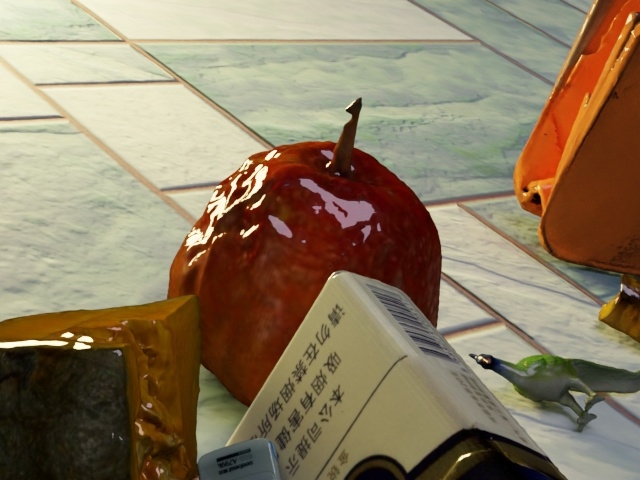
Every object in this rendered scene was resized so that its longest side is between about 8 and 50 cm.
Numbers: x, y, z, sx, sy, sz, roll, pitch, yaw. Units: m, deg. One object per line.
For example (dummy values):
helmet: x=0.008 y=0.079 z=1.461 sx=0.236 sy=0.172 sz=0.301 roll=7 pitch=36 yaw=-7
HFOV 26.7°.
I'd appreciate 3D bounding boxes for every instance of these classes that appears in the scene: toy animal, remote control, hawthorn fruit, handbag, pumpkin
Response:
toy animal: x=0.225 y=0.126 z=1.142 sx=0.217 sy=0.041 sz=0.075 roll=8 pitch=25 yaw=-32
remote control: x=-0.042 y=0.177 z=0.808 sx=0.053 sy=0.018 sz=0.124 roll=-16 pitch=51 yaw=3
hawthorn fruit: x=0.000 y=0.000 z=0.996 sx=0.207 sy=0.243 sz=0.207 roll=13 pitch=27 yaw=-7
handbag: x=0.433 y=-0.093 z=1.421 sx=0.410 sy=0.303 sz=0.116 roll=11 pitch=32 yaw=-18
pumpkin: x=-0.143 y=0.106 z=0.803 sx=0.126 sy=0.131 sz=0.248 roll=-9 pitch=-1 yaw=6

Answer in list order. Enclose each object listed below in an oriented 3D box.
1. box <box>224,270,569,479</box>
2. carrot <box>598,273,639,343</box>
box: x=0.047 y=0.155 z=0.800 sx=0.071 sy=0.168 sz=0.259 roll=20 pitch=19 yaw=-36
carrot: x=0.390 y=0.105 z=1.266 sx=0.260 sy=0.070 sz=0.070 roll=25 pitch=26 yaw=13
